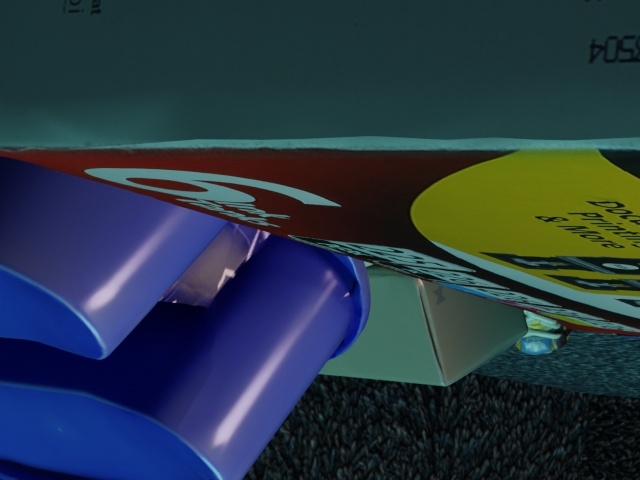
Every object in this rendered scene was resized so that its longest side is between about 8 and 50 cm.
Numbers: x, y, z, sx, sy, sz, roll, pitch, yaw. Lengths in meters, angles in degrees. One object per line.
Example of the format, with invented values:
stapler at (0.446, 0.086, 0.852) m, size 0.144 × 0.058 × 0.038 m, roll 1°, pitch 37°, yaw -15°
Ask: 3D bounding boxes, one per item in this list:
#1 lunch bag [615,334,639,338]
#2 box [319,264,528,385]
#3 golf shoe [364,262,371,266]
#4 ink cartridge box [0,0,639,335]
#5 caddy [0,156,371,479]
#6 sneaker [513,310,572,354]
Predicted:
lunch bag at (0.255, 0.045, 1.473) m, size 0.098 × 0.065 × 0.067 m, roll 4°, pitch 172°, yaw 30°
box at (0.020, 0.045, 1.481) m, size 0.113 × 0.094 × 0.275 m, roll -28°, pitch -160°, yaw -39°
golf shoe at (0.000, 0.000, 1.402) m, size 0.086 × 0.069 × 0.176 m, roll 5°, pitch 178°, yaw -40°
ink cartridge box at (0.120, -0.051, 0.488) m, size 0.271 × 0.130 × 0.309 m, roll 2°, pitch 171°, yaw 36°
caddy at (-0.132, 0.009, 1.022) m, size 0.341 × 0.179 × 0.241 m, roll 2°, pitch 140°, yaw 44°
sneaker at (0.181, 0.051, 1.533) m, size 0.069 × 0.084 × 0.185 m, roll 6°, pitch 174°, yaw 16°
